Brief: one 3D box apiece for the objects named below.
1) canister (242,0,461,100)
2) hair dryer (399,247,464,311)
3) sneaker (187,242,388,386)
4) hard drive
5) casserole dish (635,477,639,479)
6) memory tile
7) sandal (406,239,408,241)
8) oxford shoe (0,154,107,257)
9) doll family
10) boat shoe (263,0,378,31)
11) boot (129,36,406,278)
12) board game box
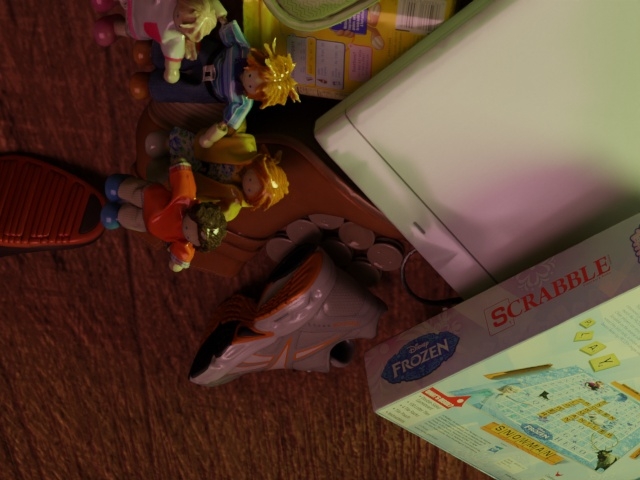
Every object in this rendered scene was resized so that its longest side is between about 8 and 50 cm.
[{"bbox_3d":[0.027,-0.171,1.137,0.170,0.073,0.126,10,133,9],"label":"canister"},{"bbox_3d":[0.221,0.080,1.265,0.294,0.080,0.223,-2,150,2],"label":"hair dryer"},{"bbox_3d":[-0.036,0.106,1.398,0.121,0.099,0.262,33,142,-19],"label":"sneaker"},{"bbox_3d":[0.203,-0.107,1.077,0.353,0.047,0.233,-36,111,21],"label":"hard drive"},{"bbox_3d":[0.328,0.233,1.442,0.114,0.037,0.188,22,134,-3],"label":"casserole dish"},{"bbox_3d":[0.000,0.000,1.351,0.148,0.012,0.113,35,133,-14],"label":"memory tile"},{"bbox_3d":[0.099,-0.059,1.240,0.067,0.040,0.179,24,135,-4],"label":"sandal"},{"bbox_3d":[-0.331,-0.025,1.404,0.271,0.096,0.098,7,154,19],"label":"oxford shoe"},{"bbox_3d":[-0.091,-0.108,1.125,0.163,0.118,0.262,14,113,44],"label":"doll family"},{"bbox_3d":[0.093,-0.258,1.010,0.302,0.103,0.113,-19,120,12],"label":"boat shoe"},{"bbox_3d":[-0.048,-0.032,1.255,0.283,0.109,0.220,28,129,1],"label":"boot"},{"bbox_3d":[0.257,0.112,1.189,0.318,0.066,0.319,-28,141,25],"label":"board game box"}]
